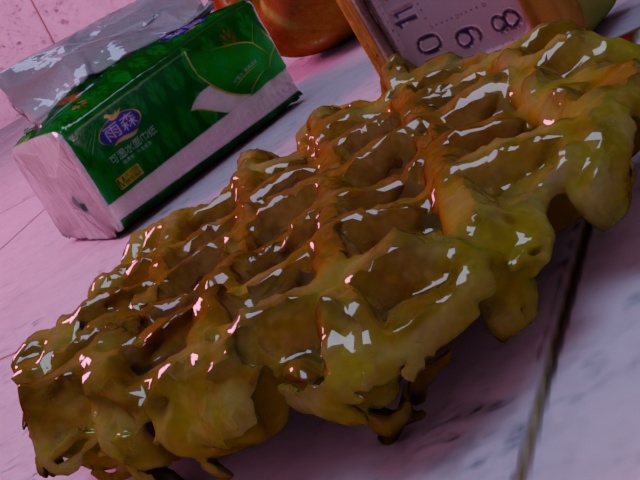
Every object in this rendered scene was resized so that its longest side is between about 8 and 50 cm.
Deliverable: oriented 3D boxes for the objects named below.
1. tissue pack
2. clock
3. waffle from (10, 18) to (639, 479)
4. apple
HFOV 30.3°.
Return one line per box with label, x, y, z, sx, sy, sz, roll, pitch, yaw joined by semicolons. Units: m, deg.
tissue pack;-0.155;-0.122;1.007;0.209;0.156;0.148;-39;19;-24
clock;0.068;-0.186;0.685;0.143;0.202;0.096;-18;21;43
waffle;0.000;0.000;0.514;0.325;0.068;0.302;-15;23;51
apple;-0.015;-0.278;1.147;0.196;0.196;0.196;-30;16;10
